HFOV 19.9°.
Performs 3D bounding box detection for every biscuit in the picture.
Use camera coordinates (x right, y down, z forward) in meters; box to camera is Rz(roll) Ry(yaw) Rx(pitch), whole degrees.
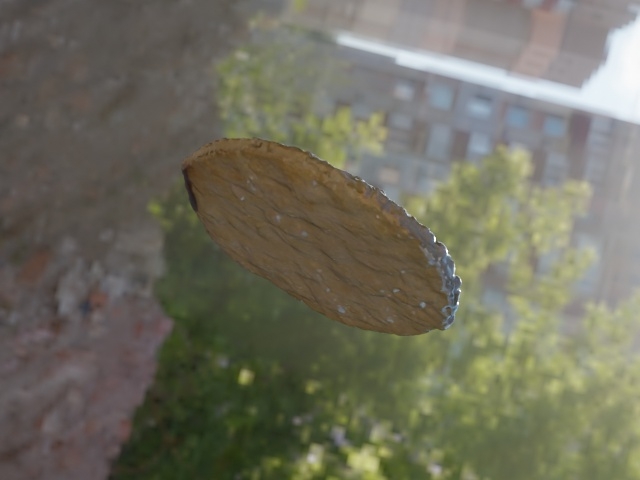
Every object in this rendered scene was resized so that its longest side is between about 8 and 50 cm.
[{"bbox_3d":[0.000,0.000,0.691,0.015,0.120,0.120,-60,178,-24],"label":"biscuit"}]
